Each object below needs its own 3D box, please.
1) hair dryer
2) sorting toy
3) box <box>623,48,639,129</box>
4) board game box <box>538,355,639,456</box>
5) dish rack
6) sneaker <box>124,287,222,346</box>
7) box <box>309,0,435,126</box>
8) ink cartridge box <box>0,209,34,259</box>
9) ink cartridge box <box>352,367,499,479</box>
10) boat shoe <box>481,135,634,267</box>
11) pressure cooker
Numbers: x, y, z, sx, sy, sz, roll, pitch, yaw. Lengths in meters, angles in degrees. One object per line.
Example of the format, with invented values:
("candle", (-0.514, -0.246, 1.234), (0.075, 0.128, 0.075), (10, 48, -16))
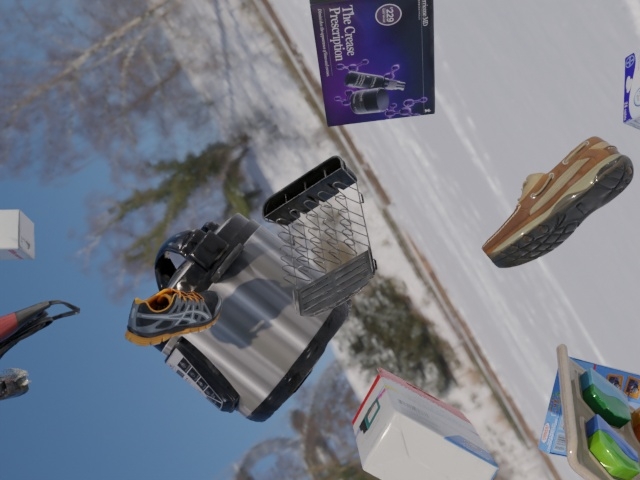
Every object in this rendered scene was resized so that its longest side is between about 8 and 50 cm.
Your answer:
("hair dryer", (-0.504, 0.143, 1.369), (0.293, 0.224, 0.080), (1, -138, -50))
("sorting toy", (0.327, 0.219, 1.025), (0.208, 0.038, 0.193), (41, -154, -12))
("box", (0.540, -0.248, 1.512), (0.072, 0.137, 0.126), (18, -114, -22))
("board game box", (0.474, 0.289, 1.622), (0.211, 0.160, 0.039), (16, 178, -20))
("dish rack", (0.000, 0.000, 1.838), (0.074, 0.208, 0.272), (27, -138, -42))
("sneaker", (-0.259, 0.124, 1.781), (0.214, 0.084, 0.083), (-21, -57, -48))
("box", (0.083, -0.309, 1.532), (0.261, 0.184, 0.103), (79, -177, -53))
("ink cartridge box", (-0.608, -0.008, 1.744), (0.127, 0.175, 0.072), (113, 155, -78))
("ink cartridge box", (0.116, 0.234, 1.169), (0.134, 0.078, 0.231), (29, -176, -4))
("boat shoe", (0.449, -0.075, 1.904), (0.122, 0.324, 0.120), (38, -162, -53))
("pressure cooker", (-0.188, 0.148, 2.168), (0.420, 0.370, 0.375), (39, -158, -2))
